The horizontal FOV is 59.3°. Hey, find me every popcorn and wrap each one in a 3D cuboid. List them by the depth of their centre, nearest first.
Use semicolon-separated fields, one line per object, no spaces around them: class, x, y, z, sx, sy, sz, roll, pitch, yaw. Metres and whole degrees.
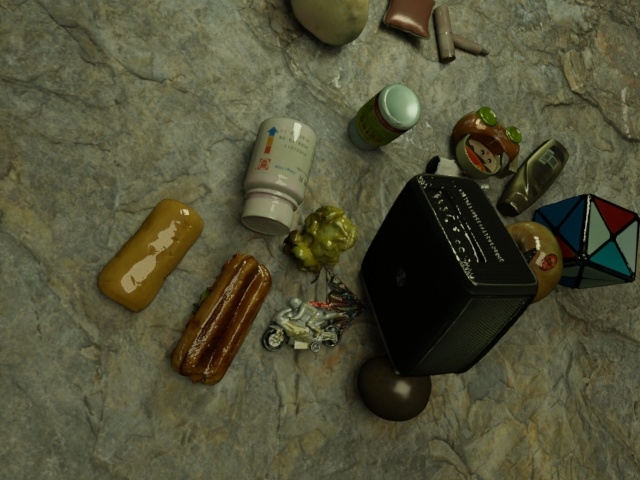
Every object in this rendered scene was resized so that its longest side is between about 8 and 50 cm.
popcorn;0.008;0.003;1.551;0.195;0.168;0.173;-47;137;-14

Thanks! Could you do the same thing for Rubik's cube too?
Rubik's cube;0.877;0.012;1.883;0.250;0.246;0.248;18;74;-20

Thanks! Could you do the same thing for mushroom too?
mushroom;0.043;-0.730;1.682;0.234;0.254;0.260;-58;146;-14

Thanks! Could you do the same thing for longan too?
longan;0.205;0.399;1.541;0.212;0.198;0.198;-10;83;-48

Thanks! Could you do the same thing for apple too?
apple;0.638;0.071;1.771;0.194;0.261;0.260;32;66;-40

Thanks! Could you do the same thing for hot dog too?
hot dog;-0.253;0.194;1.419;0.158;0.117;0.348;39;71;-42

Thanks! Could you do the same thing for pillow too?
pillow;0.299;-0.765;1.886;0.171;0.075;0.179;18;69;-14

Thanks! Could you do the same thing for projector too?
projector;0.313;0.093;1.461;0.242;0.405;0.395;3;46;-22

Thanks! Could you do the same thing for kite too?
kite;0.047;0.183;1.613;0.189;0.009;0.232;4;76;-22

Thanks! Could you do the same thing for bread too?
bread;-0.415;0.028;1.399;0.142;0.091;0.305;39;67;-18

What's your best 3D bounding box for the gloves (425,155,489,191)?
gloves;0.445;-0.203;1.822;0.229;0.097;0.119;19;75;-14

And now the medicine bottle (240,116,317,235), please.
medicine bottle;-0.117;-0.173;1.526;0.170;0.170;0.293;20;71;-19

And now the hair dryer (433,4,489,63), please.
hair dryer;0.505;-0.717;1.980;0.220;0.054;0.195;-3;80;-25

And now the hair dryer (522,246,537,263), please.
hair dryer;0.524;0.150;1.666;0.189;0.352;0.107;34;31;-14

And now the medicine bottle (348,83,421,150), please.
medicine bottle;0.185;-0.359;1.667;0.139;0.225;0.139;5;78;-23

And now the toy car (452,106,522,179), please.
toy car;0.529;-0.290;1.829;0.235;0.145;0.235;11;65;-24

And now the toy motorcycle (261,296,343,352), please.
toy motorcycle;-0.048;0.227;1.527;0.229;0.074;0.151;-2;85;-15

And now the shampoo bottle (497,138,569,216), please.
shampoo bottle;0.741;-0.214;1.961;0.125;0.084;0.350;47;66;-6

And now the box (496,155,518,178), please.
box;0.638;-0.263;1.929;0.035;0.079;0.083;19;73;-18
